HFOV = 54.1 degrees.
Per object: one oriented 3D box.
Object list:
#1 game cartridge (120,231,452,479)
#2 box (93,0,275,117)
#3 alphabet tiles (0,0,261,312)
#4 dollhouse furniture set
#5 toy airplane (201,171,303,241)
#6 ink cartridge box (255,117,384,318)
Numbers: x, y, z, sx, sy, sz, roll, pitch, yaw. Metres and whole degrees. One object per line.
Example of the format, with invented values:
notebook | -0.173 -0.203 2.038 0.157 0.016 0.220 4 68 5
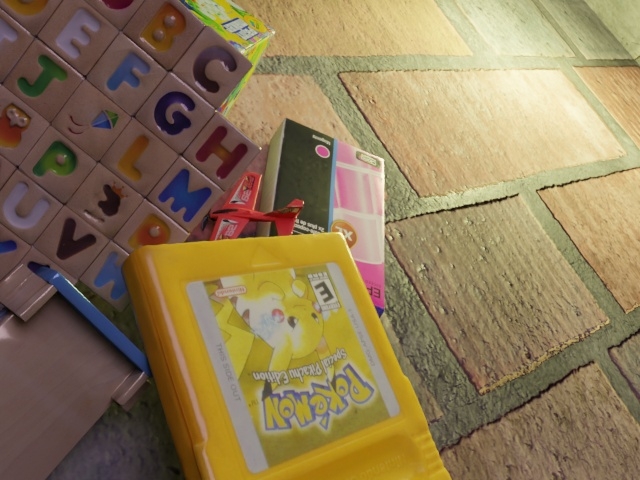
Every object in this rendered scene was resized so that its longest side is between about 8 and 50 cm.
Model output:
game cartridge | -0.022 0.145 0.637 0.285 0.053 0.323 -5 63 -44
box | -0.237 -0.239 0.751 0.279 0.177 0.290 33 25 -7
alphabet tiles | -0.240 -0.096 0.615 0.285 0.342 0.011 40 10 -9
dollhouse furniture set | -0.354 0.128 0.539 0.286 0.198 0.303 -52 124 -24
toy airplane | -0.085 -0.033 0.802 0.028 0.151 0.151 65 27 -42
ink cartridge box | 0.000 0.000 0.869 0.176 0.069 0.370 20 51 -19
